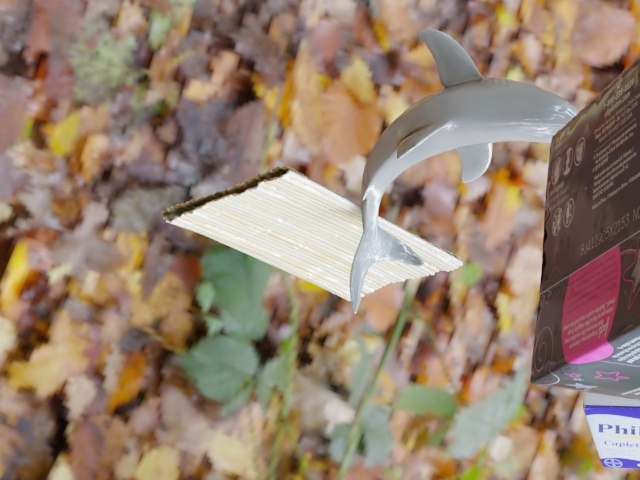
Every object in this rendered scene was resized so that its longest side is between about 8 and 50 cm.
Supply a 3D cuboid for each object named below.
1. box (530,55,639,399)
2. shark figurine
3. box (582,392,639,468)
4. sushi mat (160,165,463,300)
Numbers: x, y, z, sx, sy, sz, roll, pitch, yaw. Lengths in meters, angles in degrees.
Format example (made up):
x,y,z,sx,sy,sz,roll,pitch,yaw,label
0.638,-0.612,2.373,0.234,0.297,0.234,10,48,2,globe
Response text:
x,y,z,sx,sy,sz,roll,pitch,yaw,label
0.221,-0.011,0.794,0.247,0.142,0.163,130,-31,-71,box
0.084,-0.070,1.379,0.278,0.166,0.116,-42,-178,32,shark figurine
0.365,0.193,1.694,0.137,0.126,0.072,63,34,-47,box
0.000,0.000,1.522,0.316,0.151,0.019,26,51,-50,sushi mat
